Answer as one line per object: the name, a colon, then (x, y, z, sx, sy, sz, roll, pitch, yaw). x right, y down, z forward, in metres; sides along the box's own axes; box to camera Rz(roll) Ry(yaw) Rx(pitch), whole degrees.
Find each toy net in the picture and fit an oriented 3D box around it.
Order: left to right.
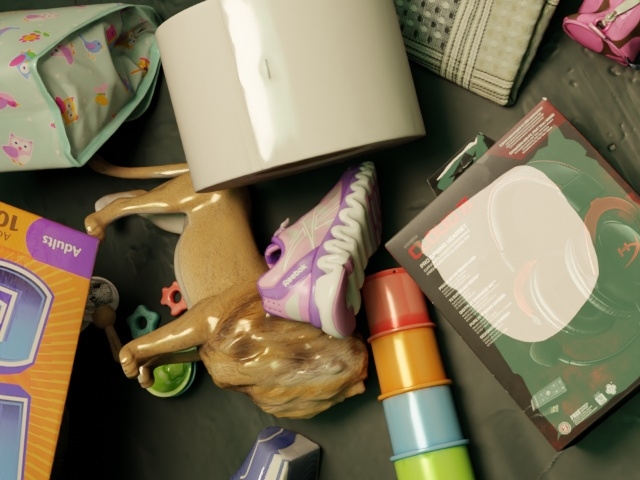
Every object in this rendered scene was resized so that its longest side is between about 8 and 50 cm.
toy net: (-0.226, 0.089, 1.267, 0.232, 0.045, 0.122, 25, 93, 23)

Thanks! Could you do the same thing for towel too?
towel: (0.114, -0.332, 1.089, 0.312, 0.056, 0.324, 35, 131, 22)

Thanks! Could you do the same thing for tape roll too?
tape roll: (-0.030, -0.157, 1.095, 0.246, 0.246, 0.169, -14, 90, 20)

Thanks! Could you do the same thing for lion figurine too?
lion figurine: (-0.113, 0.025, 1.178, 0.240, 0.142, 0.392, -20, 69, -3)

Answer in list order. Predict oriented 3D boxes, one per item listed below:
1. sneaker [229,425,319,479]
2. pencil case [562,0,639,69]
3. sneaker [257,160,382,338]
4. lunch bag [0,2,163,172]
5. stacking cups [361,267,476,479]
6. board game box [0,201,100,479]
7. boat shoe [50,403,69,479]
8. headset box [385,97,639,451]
sneaker: (-0.135, 0.339, 1.155, 0.182, 0.127, 0.316, 21, 93, 21)
pencil case: (0.331, -0.273, 1.056, 0.095, 0.098, 0.209, 37, 97, 22)
sneaker: (0.000, 0.000, 1.101, 0.104, 0.095, 0.236, 1, 39, 18)
lunch bag: (-0.326, -0.193, 1.260, 0.223, 0.262, 0.160, -3, 123, 24)
stacking cups: (0.099, 0.185, 1.095, 0.096, 0.096, 0.316, -19, 77, 19)
board game box: (-0.489, 0.146, 1.085, 0.356, 0.356, 0.357, -25, 51, 48)
boat shoe: (-0.402, 0.314, 1.276, 0.103, 0.118, 0.320, 31, 102, 18)
headset box: (0.224, 0.023, 1.056, 0.218, 0.110, 0.293, -42, 70, 12)
